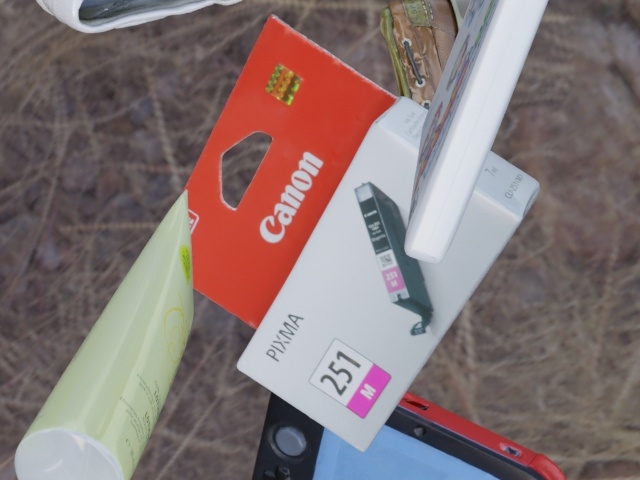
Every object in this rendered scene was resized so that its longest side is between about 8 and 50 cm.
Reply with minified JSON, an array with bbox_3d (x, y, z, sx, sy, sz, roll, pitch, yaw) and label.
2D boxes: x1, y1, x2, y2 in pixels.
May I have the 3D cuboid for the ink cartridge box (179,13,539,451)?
[{"bbox_3d":[0.000,0.000,1.240,0.239,0.275,0.060,33,37,4],"label":"ink cartridge box"}]

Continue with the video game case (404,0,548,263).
[{"bbox_3d":[0.069,-0.086,0.636,0.019,0.157,0.143,19,24,-2],"label":"video game case"}]

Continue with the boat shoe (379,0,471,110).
[{"bbox_3d":[0.119,-0.127,1.775,0.105,0.110,0.307,-10,114,-7],"label":"boat shoe"}]

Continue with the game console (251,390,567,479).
[{"bbox_3d":[0.093,0.337,1.950,0.387,0.342,0.060,25,31,17],"label":"game console"}]

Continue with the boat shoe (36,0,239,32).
[{"bbox_3d":[-0.067,-0.212,1.154,0.277,0.098,0.096,-27,44,-13],"label":"boat shoe"}]

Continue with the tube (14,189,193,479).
[{"bbox_3d":[-0.107,0.064,0.939,0.062,0.070,0.240,42,29,-12],"label":"tube"}]
